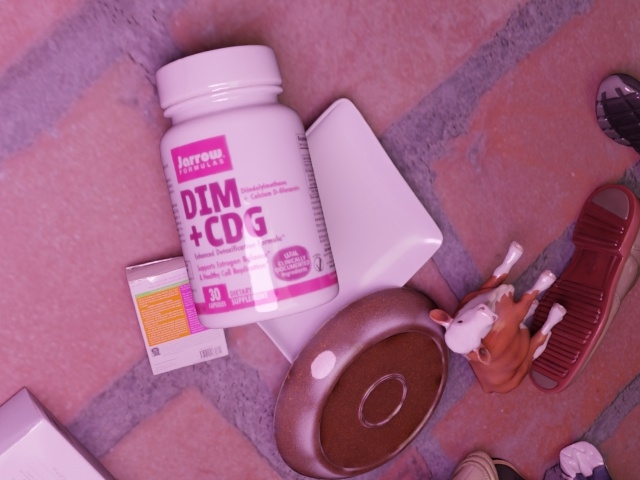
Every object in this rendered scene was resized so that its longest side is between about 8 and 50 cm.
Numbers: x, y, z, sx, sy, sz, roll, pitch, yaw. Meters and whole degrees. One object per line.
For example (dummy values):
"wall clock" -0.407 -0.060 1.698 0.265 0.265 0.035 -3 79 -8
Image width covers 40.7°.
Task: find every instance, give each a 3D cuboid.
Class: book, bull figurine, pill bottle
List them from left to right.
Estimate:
"book" -0.169 0.089 1.036 0.096 0.035 0.144 -13 123 -11
"pill bottle" -0.085 -0.057 0.946 0.160 0.160 0.283 -14 92 -27
"bull figurine" 0.261 0.122 1.254 0.188 0.101 0.310 -47 149 -10

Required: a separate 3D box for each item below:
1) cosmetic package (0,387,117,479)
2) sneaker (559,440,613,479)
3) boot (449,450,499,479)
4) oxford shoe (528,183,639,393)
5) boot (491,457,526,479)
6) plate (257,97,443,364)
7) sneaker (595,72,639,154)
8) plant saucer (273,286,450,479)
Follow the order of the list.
"cosmetic package" -0.340 0.402 1.025 0.284 0.097 0.377 -41 122 -15
"sneaker" 0.484 0.481 1.486 0.094 0.235 0.153 -23 131 -2
"boot" 0.204 0.475 1.336 0.203 0.095 0.261 -29 126 -58
"oxford shoe" 0.447 0.091 1.383 0.130 0.123 0.348 20 96 -40
"boot" 0.343 0.433 1.424 0.198 0.137 0.076 28 91 -34
"plate" 0.000 0.000 1.125 0.278 0.045 0.277 -45 122 -10
"sneaker" 0.523 -0.190 1.364 0.267 0.101 0.106 36 64 -34
"plant saucer" 0.076 0.214 1.209 0.311 0.050 0.310 -20 126 -30
